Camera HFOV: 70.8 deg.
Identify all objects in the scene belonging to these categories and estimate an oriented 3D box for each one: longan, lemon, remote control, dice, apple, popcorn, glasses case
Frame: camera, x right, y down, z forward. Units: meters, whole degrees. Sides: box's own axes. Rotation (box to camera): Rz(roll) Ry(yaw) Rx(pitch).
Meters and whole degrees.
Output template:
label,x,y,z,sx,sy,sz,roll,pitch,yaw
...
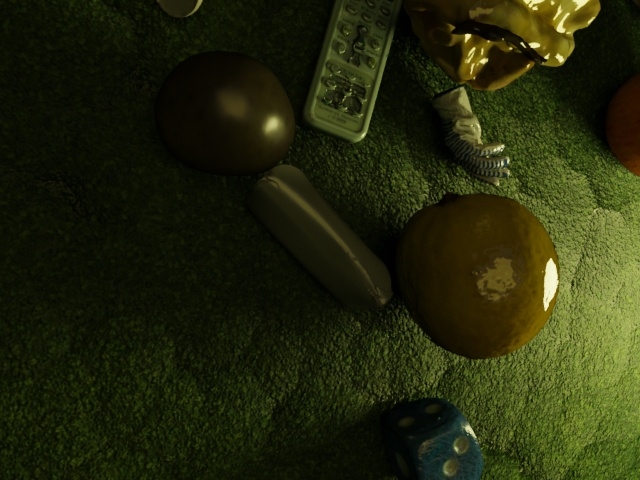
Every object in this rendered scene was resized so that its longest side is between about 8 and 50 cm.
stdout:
label,x,y,z,sx,sy,sz,roll,pitch,yaw
longan,-0.144,-0.196,0.712,0.220,0.196,0.197,11,86,-22
lemon,0.276,0.062,0.814,0.297,0.297,0.297,0,90,-19
remote control,0.061,-0.355,0.850,0.128,0.065,0.335,18,84,-21
dice,0.211,0.396,0.864,0.146,0.143,0.146,-19,97,-15
apple,0.837,-0.276,1.018,0.299,0.275,0.299,-2,96,-16
popcorn,0.310,-0.424,0.782,0.349,0.349,0.382,42,51,-15
glasses case,-0.002,0.001,0.807,0.308,0.128,0.083,47,51,-13

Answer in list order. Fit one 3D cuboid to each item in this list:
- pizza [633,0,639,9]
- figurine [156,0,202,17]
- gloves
label,x,y,z,sx,sy,sz,roll,pitch,yaw
pizza,0.839,-0.713,1.092,0.439,0.130,0.406,-16,93,-19
figurine,-0.217,-0.510,0.748,0.141,0.166,0.250,-41,135,-51
gloves,0.305,-0.208,0.924,0.229,0.097,0.119,54,30,-4
